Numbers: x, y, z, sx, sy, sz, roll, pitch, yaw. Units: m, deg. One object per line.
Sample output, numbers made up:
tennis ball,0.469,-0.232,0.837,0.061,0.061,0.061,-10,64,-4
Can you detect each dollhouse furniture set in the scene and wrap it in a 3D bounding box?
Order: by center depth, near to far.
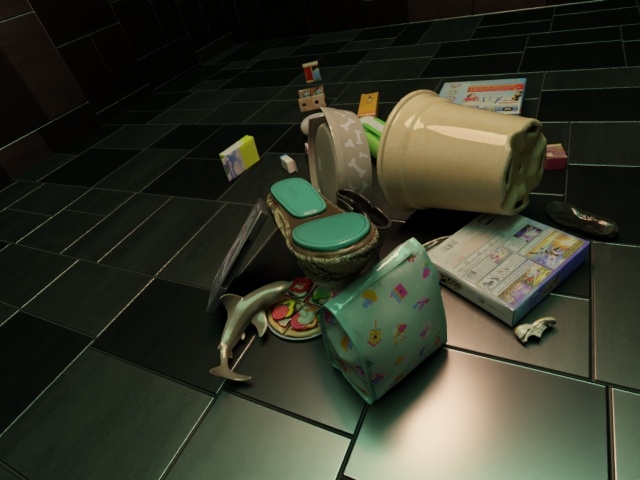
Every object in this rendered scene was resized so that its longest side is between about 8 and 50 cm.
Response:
dollhouse furniture set,-0.056,-0.745,1.970,0.129,0.183,0.129,-11,39,6

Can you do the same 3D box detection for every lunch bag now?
lunch bag,0.115,0.142,0.771,0.224,0.262,0.160,-33,42,-19

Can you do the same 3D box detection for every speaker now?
speaker,0.220,-0.346,1.436,0.131,0.131,0.296,-24,39,-10

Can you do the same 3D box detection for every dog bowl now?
dog bowl,0.050,-0.213,1.179,0.103,0.348,0.348,-8,37,-12

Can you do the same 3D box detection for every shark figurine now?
shark figurine,-0.198,0.186,0.934,0.167,0.116,0.278,-5,43,38

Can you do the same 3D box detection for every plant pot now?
plant pot,0.368,-0.201,1.025,0.334,0.333,0.306,-39,39,-26

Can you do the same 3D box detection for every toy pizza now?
toy pizza,-0.040,0.154,0.992,0.202,0.032,0.201,-9,39,8

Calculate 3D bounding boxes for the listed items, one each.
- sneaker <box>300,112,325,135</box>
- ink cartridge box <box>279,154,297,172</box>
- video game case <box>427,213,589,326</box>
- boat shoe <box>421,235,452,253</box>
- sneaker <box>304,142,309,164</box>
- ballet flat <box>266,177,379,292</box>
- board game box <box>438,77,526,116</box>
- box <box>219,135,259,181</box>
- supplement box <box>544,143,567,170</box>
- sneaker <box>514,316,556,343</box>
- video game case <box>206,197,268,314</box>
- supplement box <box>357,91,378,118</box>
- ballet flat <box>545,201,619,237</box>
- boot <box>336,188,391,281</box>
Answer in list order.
sneaker,0.023,-0.433,1.635,0.283,0.102,0.161,8,47,27
ink cartridge box,-0.121,-0.289,1.547,0.028,0.048,0.083,-28,40,-15
video game case,0.422,0.043,0.945,0.270,0.061,0.244,-32,39,-20
boat shoe,0.278,0.025,1.035,0.137,0.049,0.043,-21,81,-10
sneaker,-0.005,-0.313,1.535,0.077,0.071,0.178,-14,45,-17
ballet flat,0.000,0.000,0.849,0.164,0.181,0.483,-18,24,-12
board game box,0.594,-0.504,1.534,0.309,0.086,0.301,7,44,27
box,-0.325,-0.326,1.612,0.043,0.108,0.178,20,51,32
supplement box,0.701,-0.251,1.223,0.055,0.043,0.083,-1,40,17
sneaker,0.431,0.180,0.807,0.084,0.031,0.036,-21,52,2
video game case,-0.209,0.030,1.023,0.274,0.026,0.196,-61,16,8
supplement box,0.207,-0.551,1.732,0.078,0.080,0.233,-3,42,15
ballet flat,0.642,-0.049,1.007,0.173,0.049,0.057,40,109,47
boot,0.044,-0.034,1.025,0.118,0.222,0.338,-20,38,-37
